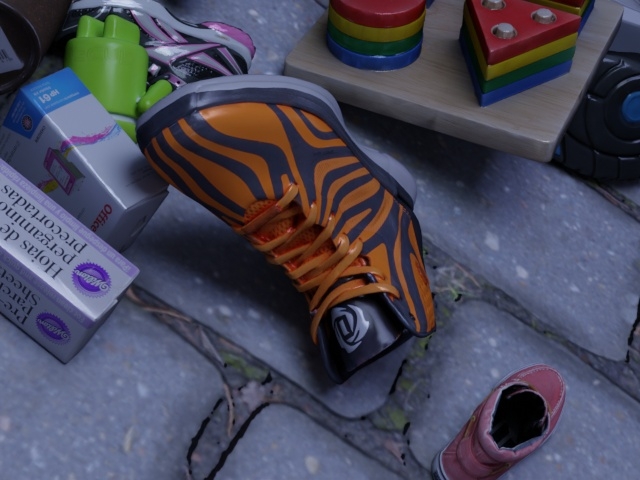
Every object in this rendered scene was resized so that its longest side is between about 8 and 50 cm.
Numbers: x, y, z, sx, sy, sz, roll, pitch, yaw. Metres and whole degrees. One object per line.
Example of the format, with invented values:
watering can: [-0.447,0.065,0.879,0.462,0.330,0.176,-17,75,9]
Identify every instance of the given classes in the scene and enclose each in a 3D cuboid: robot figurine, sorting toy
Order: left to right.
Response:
robot figurine: [-0.171,-0.117,1.058,0.067,0.101,0.115,16,77,-68]
sorting toy: [0.134,-0.211,1.254,0.257,0.089,0.255,19,44,15]

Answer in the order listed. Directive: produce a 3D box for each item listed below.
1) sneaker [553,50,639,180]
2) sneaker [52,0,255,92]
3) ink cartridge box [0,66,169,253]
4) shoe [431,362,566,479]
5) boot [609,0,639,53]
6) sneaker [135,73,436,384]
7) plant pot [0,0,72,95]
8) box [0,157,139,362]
sneaker: [0.334,-0.136,1.406,0.340,0.125,0.140,10,25,-23]
sneaker: [-0.136,-0.150,1.124,0.178,0.072,0.077,8,64,-21]
ink cartridge box: [-0.181,-0.052,1.002,0.122,0.088,0.052,48,45,7]
shoe: [0.164,0.140,1.084,0.063,0.081,0.178,48,46,8]
boot: [0.255,-0.277,1.469,0.258,0.095,0.123,21,41,-29]
sneaker: [0.000,0.000,1.003,0.321,0.124,0.180,22,45,-50]
plant pot: [-0.257,-0.223,0.991,0.215,0.215,0.230,11,50,-26]
box: [-0.278,-0.046,0.952,0.324,0.067,0.063,40,46,-2]
